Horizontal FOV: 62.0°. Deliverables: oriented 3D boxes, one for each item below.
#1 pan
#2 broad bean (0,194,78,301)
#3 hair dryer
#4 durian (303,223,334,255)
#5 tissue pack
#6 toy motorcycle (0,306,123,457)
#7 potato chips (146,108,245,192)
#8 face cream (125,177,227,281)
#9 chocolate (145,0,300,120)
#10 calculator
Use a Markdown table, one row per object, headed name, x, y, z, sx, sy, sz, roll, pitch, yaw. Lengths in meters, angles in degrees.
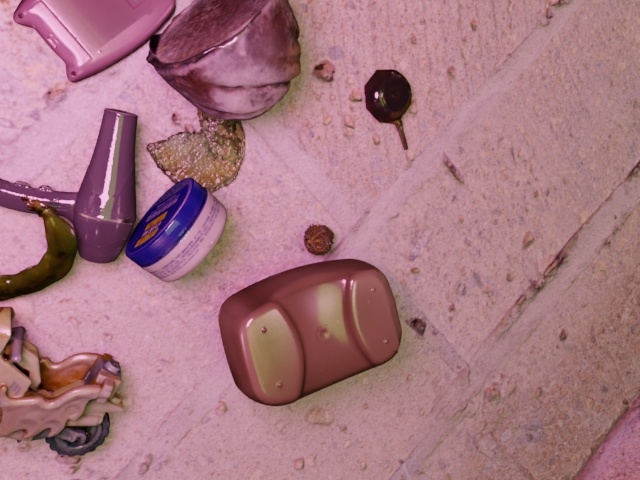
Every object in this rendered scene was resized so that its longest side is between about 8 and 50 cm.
| name | x | y | z | sx | sy | sz | roll | pitch | yaw |
| --- | --- | --- | --- | --- | --- | --- | --- | --- | --- |
| pan | 0.199 | -0.337 | 1.334 | 0.202 | 0.048 | 0.128 | 40 | 83 | -27 |
| broad bean | -0.556 | 0.039 | 1.015 | 0.144 | 0.049 | 0.292 | 32 | 117 | -31 |
| hair dryer | -0.530 | -0.125 | 1.014 | 0.361 | 0.121 | 0.301 | 9 | 104 | -18 |
| durian | 0.000 | 0.000 | 1.300 | 0.091 | 0.080 | 0.080 | 19 | 93 | -39 |
| tissue pack | -0.034 | 0.195 | 1.225 | 0.387 | 0.277 | 0.267 | -19 | 101 | -22 |
| toy motorcycle | -0.576 | 0.278 | 1.048 | 0.410 | 0.169 | 0.237 | 38 | 90 | -32 |
| potato chips | -0.256 | -0.215 | 1.166 | 0.202 | 0.029 | 0.220 | 28 | 91 | -27 |
| face cream | -0.289 | -0.019 | 1.089 | 0.111 | 0.206 | 0.206 | 42 | 82 | -27 |
| chocolate | -0.159 | -0.360 | 1.058 | 0.303 | 0.303 | 0.213 | -45 | 132 | -10 |
| calculator | -0.418 | -0.455 | 1.028 | 0.294 | 0.043 | 0.194 | -44 | 114 | -12 |
